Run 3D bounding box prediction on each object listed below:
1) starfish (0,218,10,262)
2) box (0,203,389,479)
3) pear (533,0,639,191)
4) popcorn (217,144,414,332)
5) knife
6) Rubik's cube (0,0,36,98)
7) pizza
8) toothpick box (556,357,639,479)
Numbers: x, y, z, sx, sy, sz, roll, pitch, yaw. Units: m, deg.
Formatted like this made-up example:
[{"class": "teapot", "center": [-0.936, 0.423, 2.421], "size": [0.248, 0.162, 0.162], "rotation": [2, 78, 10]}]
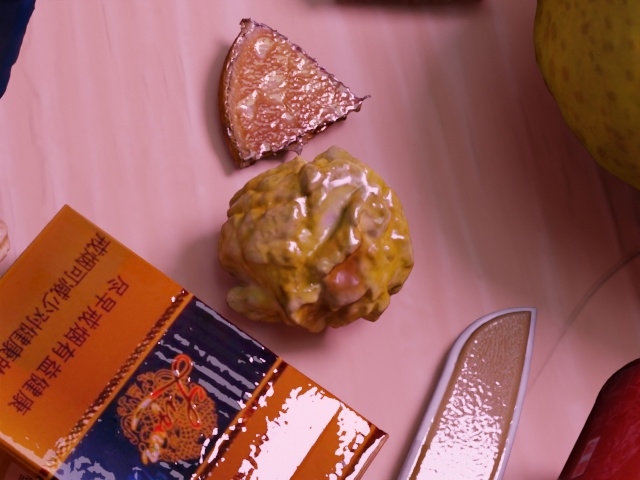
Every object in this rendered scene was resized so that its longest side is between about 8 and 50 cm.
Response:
[{"class": "starfish", "center": [-0.329, 0.068, 1.017], "size": [0.375, 0.094, 0.327], "rotation": [39, 87, -18]}, {"class": "box", "center": [-0.098, 0.108, 1.137], "size": [0.237, 0.070, 0.152], "rotation": [36, 56, 0]}, {"class": "pear", "center": [0.321, -0.146, 1.277], "size": [0.391, 0.391, 0.391], "rotation": [9, 59, -16]}, {"class": "popcorn", "center": [0.000, 0.000, 1.212], "size": [0.120, 0.106, 0.116], "rotation": [27, 47, -4]}, {"class": "knife", "center": [0.069, 0.164, 1.191], "size": [0.061, 0.027, 0.343], "rotation": [27, 53, -2]}, {"class": "Rubik's cube", "center": [-0.340, -0.250, 1.083], "size": [0.344, 0.346, 0.347], "rotation": [2, 61, -18]}, {"class": "pizza", "center": [-0.033, -0.084, 1.296], "size": [0.100, 0.029, 0.099], "rotation": [33, 64, 2]}, {"class": "toothpick box", "center": [0.183, 0.248, 1.083], "size": [0.204, 0.204, 0.333], "rotation": [33, 55, 0]}]
